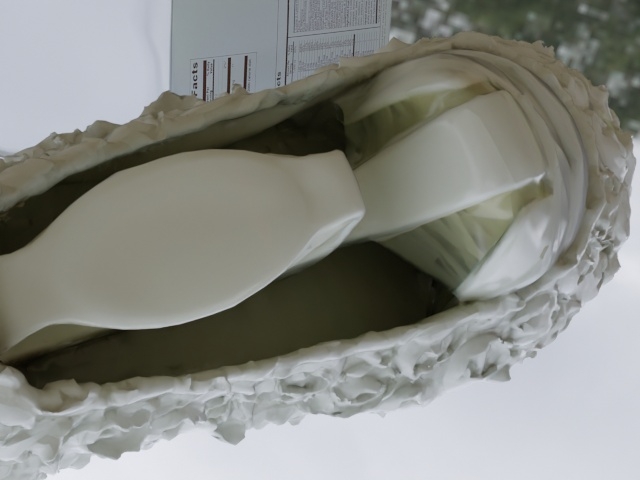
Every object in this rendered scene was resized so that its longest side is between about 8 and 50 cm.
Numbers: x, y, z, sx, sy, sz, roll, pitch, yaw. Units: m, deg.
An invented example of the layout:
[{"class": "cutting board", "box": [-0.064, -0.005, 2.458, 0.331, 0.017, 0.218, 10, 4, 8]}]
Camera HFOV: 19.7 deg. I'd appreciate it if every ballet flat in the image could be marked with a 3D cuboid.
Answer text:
[{"class": "ballet flat", "box": [0.000, 0.000, 0.671, 0.409, 0.147, 0.147, -19, -145, -37]}]

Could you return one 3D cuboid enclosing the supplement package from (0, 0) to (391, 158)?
[{"class": "supplement package", "box": [-0.093, -0.127, 1.068, 0.194, 0.149, 0.203, 11, -165, 34]}]
